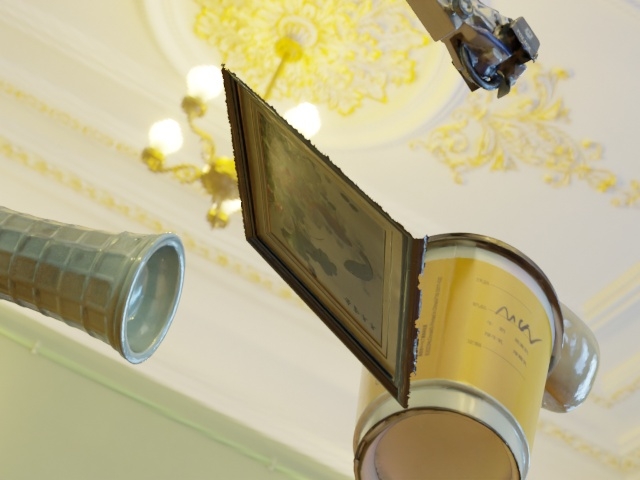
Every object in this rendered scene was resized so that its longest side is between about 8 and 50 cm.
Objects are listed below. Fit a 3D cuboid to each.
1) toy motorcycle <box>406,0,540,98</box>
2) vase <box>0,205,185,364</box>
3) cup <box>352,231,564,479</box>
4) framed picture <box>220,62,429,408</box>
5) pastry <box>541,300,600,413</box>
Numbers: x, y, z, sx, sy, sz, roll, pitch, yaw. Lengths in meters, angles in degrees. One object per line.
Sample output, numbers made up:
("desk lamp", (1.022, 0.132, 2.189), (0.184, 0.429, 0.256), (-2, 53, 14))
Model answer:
("toy motorcycle", (0.139, -0.253, 1.034), (0.102, 0.150, 0.221), (-26, -74, 40))
("vase", (-0.307, 0.022, 1.088), (0.299, 0.143, 0.143), (16, -39, 15))
("cup", (0.116, 0.122, 0.903), (0.196, 0.279, 0.196), (5, -63, 10))
("framed picture", (0.000, 0.000, 0.688), (0.195, 0.010, 0.199), (45, -24, 30))
("pastry", (0.326, 0.163, 1.634), (0.265, 0.133, 0.265), (34, -13, 8))
